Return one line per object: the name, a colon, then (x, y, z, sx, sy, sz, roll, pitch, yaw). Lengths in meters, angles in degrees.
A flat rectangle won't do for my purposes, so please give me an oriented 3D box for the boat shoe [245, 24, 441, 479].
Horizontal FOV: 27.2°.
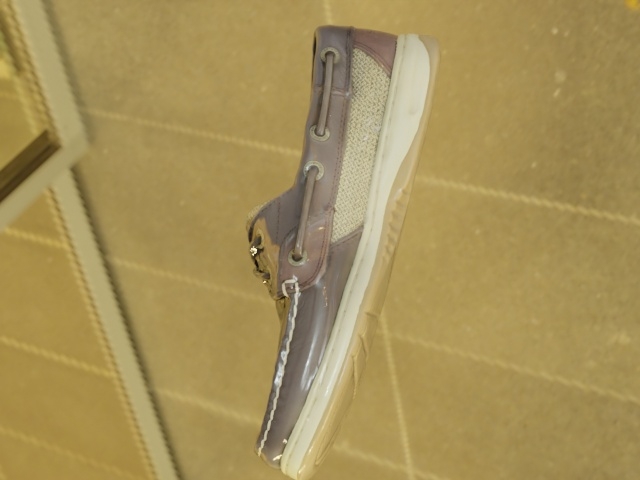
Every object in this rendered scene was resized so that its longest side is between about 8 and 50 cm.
boat shoe: (0.000, 0.000, 0.800, 0.092, 0.285, 0.103, 15, 167, 6)
